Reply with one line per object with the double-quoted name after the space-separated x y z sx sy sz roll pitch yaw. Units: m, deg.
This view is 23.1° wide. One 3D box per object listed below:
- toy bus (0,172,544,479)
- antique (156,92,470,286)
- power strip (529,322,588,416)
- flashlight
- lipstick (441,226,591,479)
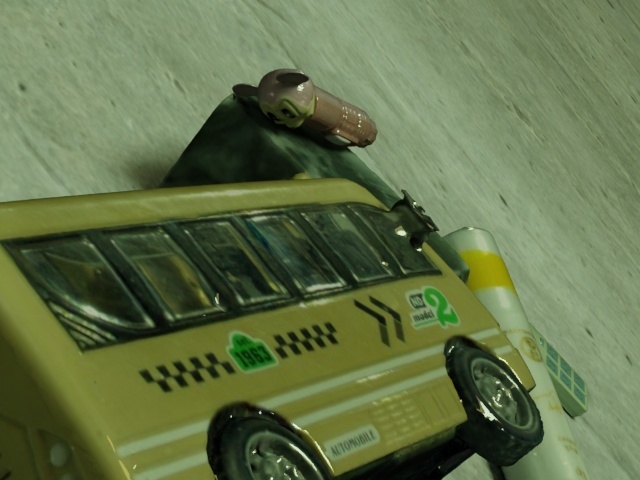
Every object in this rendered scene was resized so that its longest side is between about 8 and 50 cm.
-0.054 0.076 0.704 0.202 0.177 0.365 54 25 15 "toy bus"
0.000 0.000 0.955 0.183 0.088 0.086 45 23 12 "antique"
0.189 0.106 1.287 0.090 0.016 0.040 46 26 -18 "power strip"
-0.003 -0.076 0.937 0.110 0.052 0.031 22 64 -51 "flashlight"
0.142 0.110 1.148 0.059 0.059 0.264 27 37 -45 "lipstick"
